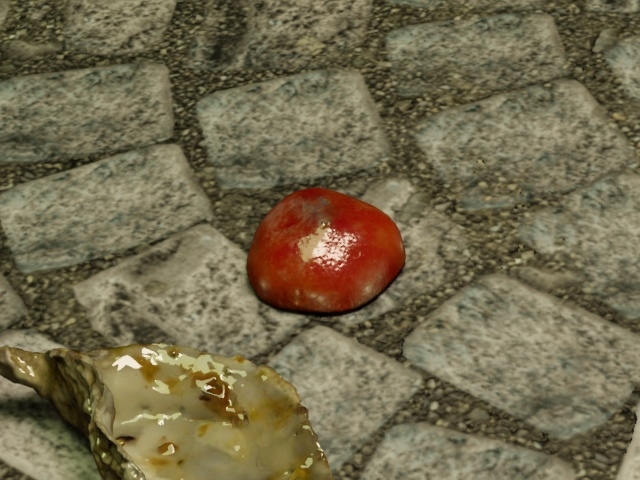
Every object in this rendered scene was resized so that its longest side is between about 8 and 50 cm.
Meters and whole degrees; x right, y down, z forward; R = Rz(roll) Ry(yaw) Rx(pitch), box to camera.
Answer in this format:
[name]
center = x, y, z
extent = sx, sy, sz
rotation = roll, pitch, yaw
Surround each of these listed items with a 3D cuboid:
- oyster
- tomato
[oyster]
center = -0.109, 0.179, 1.655
extent = 0.204, 0.111, 0.396
rotation = -11, 36, -35
[tomato]
center = 0.000, 0.000, 1.861
extent = 0.155, 0.069, 0.155
rotation = -4, 41, 3
